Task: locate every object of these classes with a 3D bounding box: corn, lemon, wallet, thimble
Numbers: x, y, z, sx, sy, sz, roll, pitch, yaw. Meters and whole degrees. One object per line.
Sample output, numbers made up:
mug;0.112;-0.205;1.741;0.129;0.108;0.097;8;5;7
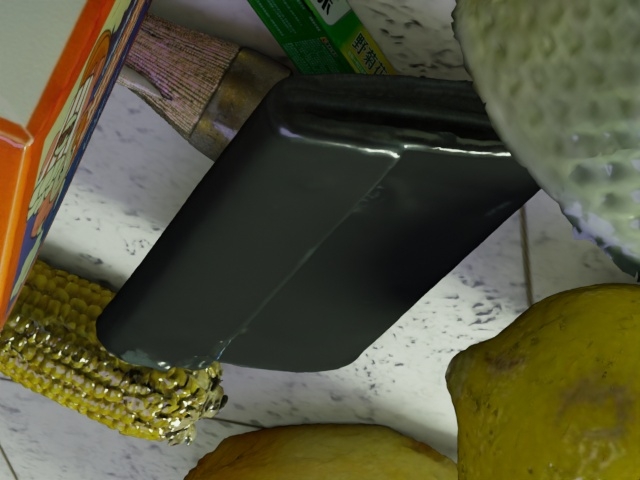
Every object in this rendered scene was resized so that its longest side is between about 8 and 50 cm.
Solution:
corn;-0.227;0.079;1.686;0.317;0.115;0.115;25;146;-5
lemon;0.230;0.158;1.426;0.310;0.258;0.258;28;146;-10
wallet;0.000;0.001;1.425;0.228;0.062;0.406;1;155;-23
thimble;0.221;-0.116;1.037;0.270;0.271;0.150;27;143;-11

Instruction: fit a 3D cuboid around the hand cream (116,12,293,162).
hand cream;-0.119;-0.131;1.375;0.203;0.084;0.084;31;146;-4

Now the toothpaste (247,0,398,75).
toothpaste;0.006;-0.131;1.334;0.043;0.037;0.178;-3;140;36

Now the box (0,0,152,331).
box;-0.261;-0.171;1.133;0.318;0.349;0.257;21;147;-5

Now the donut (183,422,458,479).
donut;0.015;0.354;1.758;0.435;0.163;0.378;42;121;12
